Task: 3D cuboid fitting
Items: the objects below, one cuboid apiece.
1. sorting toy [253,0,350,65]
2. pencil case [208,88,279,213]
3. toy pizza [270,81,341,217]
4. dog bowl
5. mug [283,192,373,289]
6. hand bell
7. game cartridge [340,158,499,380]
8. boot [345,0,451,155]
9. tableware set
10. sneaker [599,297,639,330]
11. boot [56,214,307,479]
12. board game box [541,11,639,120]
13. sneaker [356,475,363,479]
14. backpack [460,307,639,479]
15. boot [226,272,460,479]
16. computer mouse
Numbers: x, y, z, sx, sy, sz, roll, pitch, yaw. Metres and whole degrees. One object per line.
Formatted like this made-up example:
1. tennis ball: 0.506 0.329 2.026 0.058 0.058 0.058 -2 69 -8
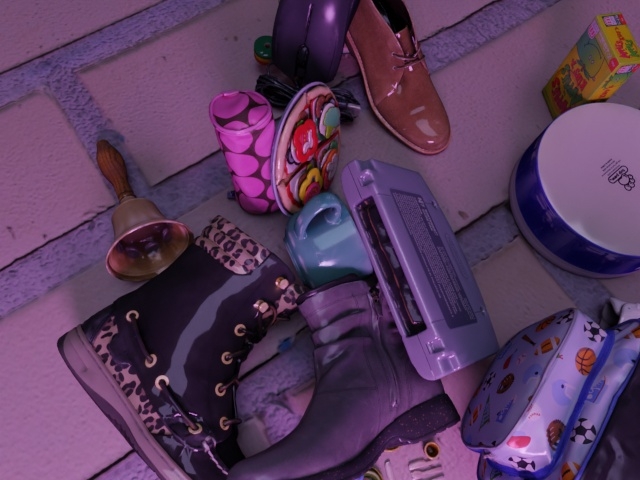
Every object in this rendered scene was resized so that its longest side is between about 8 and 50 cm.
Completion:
1. sorting toy: 0.009 -0.383 0.921 0.274 0.046 0.133 -10 70 -9
2. pencil case: -0.103 -0.125 0.735 0.095 0.209 0.098 -13 63 -7
3. toy pizza: -0.009 -0.128 0.747 0.032 0.201 0.201 16 68 23
4. dog bowl: 0.446 -0.080 0.804 0.264 0.104 0.265 1 70 -2
5. mug: 0.000 0.001 0.726 0.097 0.129 0.158 -25 112 -3
6. hand bell: -0.299 -0.069 0.776 0.126 0.126 0.242 -28 61 -13
7. game cartridge: 0.144 0.032 0.710 0.062 0.198 0.298 -30 70 29
8. boot: 0.130 -0.282 0.834 0.112 0.115 0.306 -31 92 -13
9. tableware set: 0.090 0.293 0.689 0.154 0.024 0.104 -11 70 -7
10. sneaker: 0.478 0.123 0.741 0.232 0.090 0.115 -24 69 -12
11. boot: -0.119 0.164 0.672 0.377 0.138 0.284 39 72 17
12. board game box: 0.435 -0.266 0.830 0.043 0.181 0.092 -10 70 -7
13. sneaker: 0.005 0.352 0.646 0.073 0.063 0.162 38 88 -8
14. backpack: 0.290 0.224 0.601 0.213 0.263 0.276 38 68 17
15. boot: 0.008 0.165 0.621 0.338 0.118 0.223 -6 68 -42
16. computer mouse: -0.007 -0.324 0.794 0.188 0.273 0.072 15 28 6
